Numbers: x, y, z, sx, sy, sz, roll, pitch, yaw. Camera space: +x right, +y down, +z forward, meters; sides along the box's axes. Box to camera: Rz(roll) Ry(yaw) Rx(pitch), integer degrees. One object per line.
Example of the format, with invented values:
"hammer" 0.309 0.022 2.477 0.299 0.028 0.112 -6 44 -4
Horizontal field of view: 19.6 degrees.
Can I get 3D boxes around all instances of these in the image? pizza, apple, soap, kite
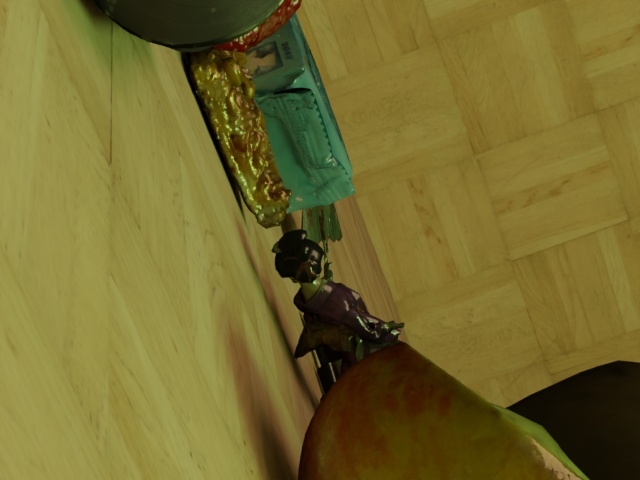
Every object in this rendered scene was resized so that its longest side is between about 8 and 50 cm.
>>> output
"pizza" -0.065 -0.104 1.365 0.131 0.041 0.178 63 8 -54
"apple" 0.072 0.151 1.053 0.195 0.160 0.173 42 14 -19
"soap" -0.044 -0.154 1.673 0.293 0.077 0.156 -107 175 -51
"kite" 0.002 0.000 1.752 0.229 0.012 0.250 -25 105 -79

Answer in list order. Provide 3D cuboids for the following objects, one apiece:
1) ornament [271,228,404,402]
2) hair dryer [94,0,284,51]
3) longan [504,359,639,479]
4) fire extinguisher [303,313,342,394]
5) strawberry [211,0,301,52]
"ornament" 0.015 0.062 1.351 0.081 0.088 0.203 -106 174 -57
"hair dryer" -0.123 -0.266 1.011 0.301 0.121 0.361 152 -87 -85
"longan" 0.219 0.273 1.265 0.404 0.336 0.404 -24 90 -87
"fire extinguisher" 0.021 0.128 1.499 0.049 0.035 0.173 71 -2 -64
"strawberry" -0.068 -0.210 1.339 0.131 0.131 0.148 -54 149 -86
